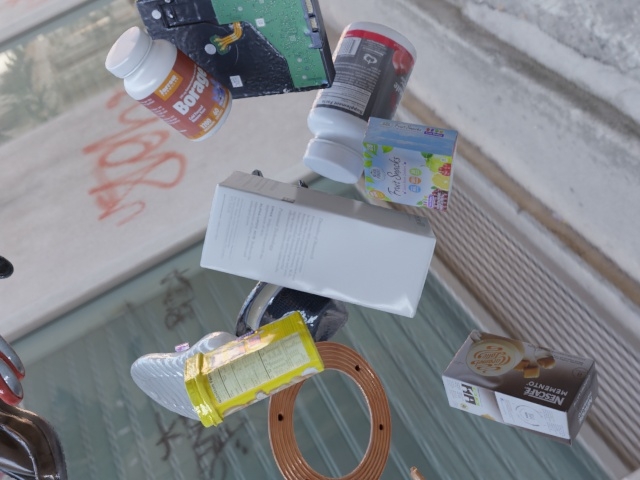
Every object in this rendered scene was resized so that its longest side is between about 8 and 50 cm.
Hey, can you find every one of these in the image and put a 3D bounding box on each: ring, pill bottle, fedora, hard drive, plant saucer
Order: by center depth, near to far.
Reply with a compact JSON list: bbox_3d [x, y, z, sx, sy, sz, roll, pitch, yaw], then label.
[{"bbox_3d":[0.167,0.391,1.185,0.083,0.013,0.083,52,171,12],"label":"plant saucer"},{"bbox_3d":[-0.273,-0.283,1.372,0.216,0.121,0.121,35,-168,-39],"label":"pill bottle"},{"bbox_3d":[-0.158,-0.391,1.469,0.064,0.339,0.236,-74,-27,-46],"label":"hard drive"},{"bbox_3d":[0.021,0.376,1.564,0.032,0.337,0.336,-21,100,46],"label":"ring"},{"bbox_3d":[0.077,-0.293,1.641,0.176,0.318,0.176,21,171,4],"label":"pill bottle"},{"bbox_3d":[-0.034,0.156,1.659,0.152,0.334,0.334,43,168,18],"label":"fedora"}]

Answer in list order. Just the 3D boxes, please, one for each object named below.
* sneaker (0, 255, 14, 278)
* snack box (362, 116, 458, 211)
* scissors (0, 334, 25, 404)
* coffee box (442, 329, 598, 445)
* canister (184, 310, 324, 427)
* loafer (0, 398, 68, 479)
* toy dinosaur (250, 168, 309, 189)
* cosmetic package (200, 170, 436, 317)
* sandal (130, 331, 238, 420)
[{"bbox_3d":[-0.690,0.022,1.490,0.170,0.051,0.089,25,157,-8],"label":"sneaker"},{"bbox_3d":[0.177,-0.148,1.510,0.207,0.175,0.070,81,-156,-61],"label":"snack box"},{"bbox_3d":[-0.441,0.092,0.906,0.109,0.021,0.297,57,174,50],"label":"scissors"},{"bbox_3d":[0.377,0.272,1.435,0.247,0.141,0.098,12,135,38],"label":"coffee box"},{"bbox_3d":[-0.088,0.166,1.007,0.126,0.170,0.073,-126,12,-75],"label":"canister"},{"bbox_3d":[-0.599,0.381,1.402,0.366,0.130,0.133,17,117,37],"label":"loafer"},{"bbox_3d":[-0.074,-0.037,1.796,0.313,0.160,0.121,59,158,-9],"label":"toy dinosaur"},{"bbox_3d":[0.000,0.000,1.367,0.217,0.385,0.156,-83,5,-77],"label":"cosmetic package"},{"bbox_3d":[-0.206,0.236,1.374,0.169,0.102,0.416,50,143,-14],"label":"sandal"}]
